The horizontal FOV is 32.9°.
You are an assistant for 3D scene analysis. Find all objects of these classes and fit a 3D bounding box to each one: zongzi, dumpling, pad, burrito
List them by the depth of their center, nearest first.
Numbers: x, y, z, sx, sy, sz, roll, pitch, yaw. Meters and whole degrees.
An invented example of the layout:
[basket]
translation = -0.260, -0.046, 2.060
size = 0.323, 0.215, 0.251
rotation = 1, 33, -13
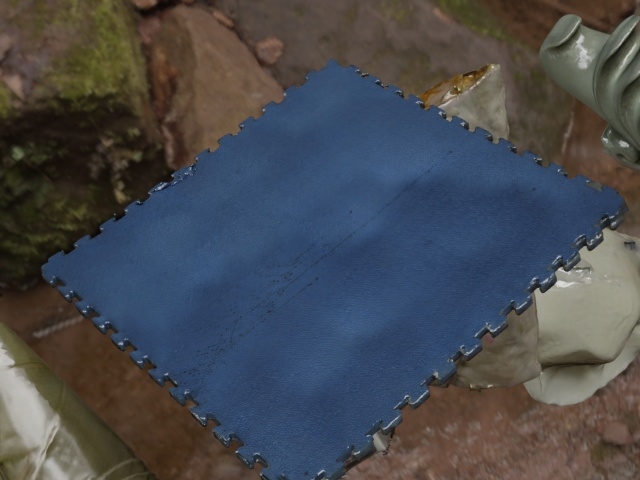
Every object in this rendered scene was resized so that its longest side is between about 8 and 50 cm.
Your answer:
[pad]
translation = 0.000, 0.000, 0.654
size = 0.270, 0.012, 0.269
rotation = -37, 47, -20
[burrito]
translation = 0.114, -0.011, 0.928
size = 0.143, 0.299, 0.105
rotation = 13, 37, 44
[zongzi]
translation = -0.308, 0.316, 1.140
size = 0.418, 0.447, 0.181
rotation = 53, 44, 7
[dumpling]
translation = 0.311, 0.094, 1.409
size = 0.318, 0.243, 0.187
rotation = -7, 22, -19

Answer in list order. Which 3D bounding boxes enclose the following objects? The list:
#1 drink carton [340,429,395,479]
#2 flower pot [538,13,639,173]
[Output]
[drink carton]
translation = -0.028, 0.189, 1.624
size = 0.132, 0.194, 0.324
rotation = -32, 91, 9
[flower pot]
translation = 0.572, -0.250, 1.916
size = 0.164, 0.367, 0.254
rotation = -53, 29, -10
